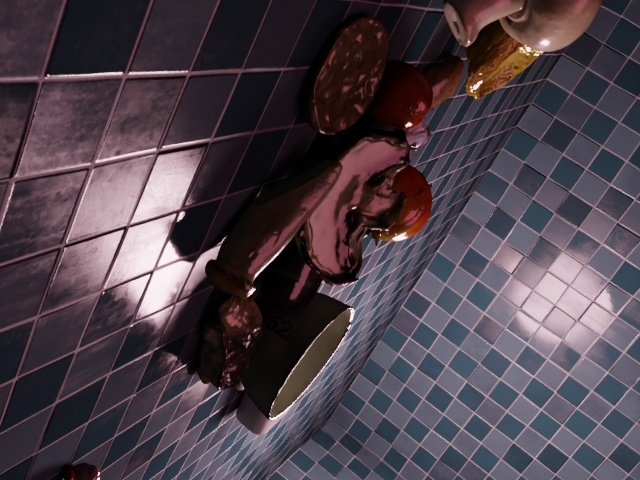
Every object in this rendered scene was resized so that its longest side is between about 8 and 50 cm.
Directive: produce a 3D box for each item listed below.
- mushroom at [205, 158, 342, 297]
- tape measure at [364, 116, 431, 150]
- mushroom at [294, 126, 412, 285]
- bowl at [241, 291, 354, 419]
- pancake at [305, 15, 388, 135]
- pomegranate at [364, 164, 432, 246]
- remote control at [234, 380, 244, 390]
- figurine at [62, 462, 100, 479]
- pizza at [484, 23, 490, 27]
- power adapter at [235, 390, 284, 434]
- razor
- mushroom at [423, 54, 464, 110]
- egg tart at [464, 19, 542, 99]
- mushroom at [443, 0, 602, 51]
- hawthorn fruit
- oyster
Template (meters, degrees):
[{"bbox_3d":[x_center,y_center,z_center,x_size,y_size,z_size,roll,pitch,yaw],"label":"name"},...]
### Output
[{"bbox_3d":[-0.090,-0.038,1.420,0.333,0.107,0.087,-52,-158,-6],"label":"mushroom"},{"bbox_3d":[0.163,-0.221,1.690,0.178,0.105,0.196,-31,174,11],"label":"tape measure"},{"bbox_3d":[0.060,-0.084,1.577,0.247,0.130,0.344,7,108,-30],"label":"mushroom"},{"bbox_3d":[-0.089,0.263,1.921,0.354,0.185,0.354,-49,164,-19],"label":"bowl"},{"bbox_3d":[0.046,-0.304,1.363,0.242,0.050,0.242,-48,156,-30],"label":"pancake"},{"bbox_3d":[0.177,-0.089,1.907,0.235,0.210,0.210,-49,164,-18],"label":"pomegranate"},{"bbox_3d":[-0.157,0.328,2.129,0.256,0.045,0.097,-51,164,1],"label":"remote control"},{"bbox_3d":[-0.474,0.477,1.481,0.071,0.067,0.083,-4,148,-44],"label":"figurine"},{"bbox_3d":[0.481,-0.589,1.996,0.099,0.029,0.100,-37,172,12],"label":"pizza"},{"bbox_3d":[-0.161,0.494,2.327,0.187,0.124,0.255,-35,155,-48],"label":"power adapter"},{"bbox_3d":[-0.002,0.000,1.744,0.349,0.113,0.204,-56,164,1],"label":"razor"},{"bbox_3d":[0.298,-0.397,1.851,0.210,0.072,0.094,-41,151,-37],"label":"mushroom"},{"bbox_3d":[0.478,-0.503,1.982,0.294,0.123,0.294,-33,168,-8],"label":"egg tart"},{"bbox_3d":[0.479,-0.546,1.652,0.356,0.315,0.315,-63,164,5],"label":"mushroom"},{"bbox_3d":[0.164,-0.297,1.524,0.133,0.138,0.133,-47,-165,17],"label":"hawthorn fruit"},{"bbox_3d":[-0.204,0.237,1.670,0.166,0.110,0.341,-31,153,-53],"label":"oyster"}]
